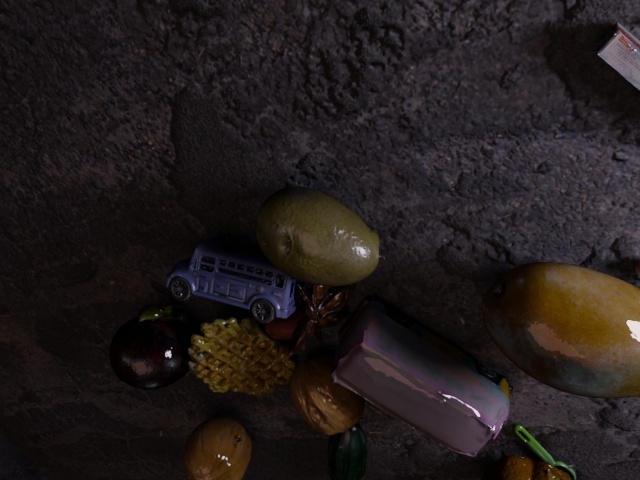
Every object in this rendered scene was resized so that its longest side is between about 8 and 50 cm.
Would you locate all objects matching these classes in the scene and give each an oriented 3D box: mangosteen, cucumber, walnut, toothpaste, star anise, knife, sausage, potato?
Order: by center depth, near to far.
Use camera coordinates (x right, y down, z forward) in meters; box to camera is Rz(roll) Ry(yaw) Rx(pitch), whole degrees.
[{"bbox_3d":[0.457,-0.212,0.693,0.196,0.047,0.040,37,132,-4],"label":"toothpaste"},{"bbox_3d":[0.000,0.000,0.968,0.252,0.159,0.174,19,153,-2],"label":"potato"},{"bbox_3d":[0.011,0.143,1.088,0.054,0.157,0.212,27,114,56],"label":"star anise"},{"bbox_3d":[-0.065,0.187,1.177,0.141,0.076,0.076,-16,116,30],"label":"sausage"},{"bbox_3d":[0.518,0.488,1.180,0.212,0.015,0.054,45,127,-11],"label":"knife"},{"bbox_3d":[0.016,0.361,1.217,0.159,0.159,0.206,-24,112,34],"label":"walnut"},{"bbox_3d":[-0.419,0.263,1.292,0.216,0.216,0.216,11,127,16],"label":"mangosteen"},{"bbox_3d":[0.066,0.580,1.409,0.115,0.063,0.243,9,125,16],"label":"cucumber"},{"bbox_3d":[-0.297,0.621,1.488,0.196,0.221,0.195,0,105,1],"label":"walnut"}]

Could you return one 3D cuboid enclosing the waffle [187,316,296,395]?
[{"bbox_3d":[-0.189,0.288,1.263,0.263,0.060,0.280,0,127,-9],"label":"waffle"}]

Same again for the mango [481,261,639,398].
[{"bbox_3d":[0.457,0.161,0.868,0.384,0.198,0.221,22,126,-9],"label":"mango"}]

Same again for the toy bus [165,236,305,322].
[{"bbox_3d":[-0.182,0.075,1.108,0.293,0.125,0.133,13,104,16],"label":"toy bus"}]

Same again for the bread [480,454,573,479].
[{"bbox_3d":[0.495,0.607,1.185,0.247,0.135,0.232,33,137,1],"label":"bread"}]

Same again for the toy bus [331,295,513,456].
[{"bbox_3d":[0.211,0.300,1.084,0.387,0.162,0.171,31,128,-1],"label":"toy bus"}]

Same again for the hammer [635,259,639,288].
[{"bbox_3d":[0.549,0.067,0.863,0.053,0.031,0.083,13,133,18],"label":"hammer"}]
